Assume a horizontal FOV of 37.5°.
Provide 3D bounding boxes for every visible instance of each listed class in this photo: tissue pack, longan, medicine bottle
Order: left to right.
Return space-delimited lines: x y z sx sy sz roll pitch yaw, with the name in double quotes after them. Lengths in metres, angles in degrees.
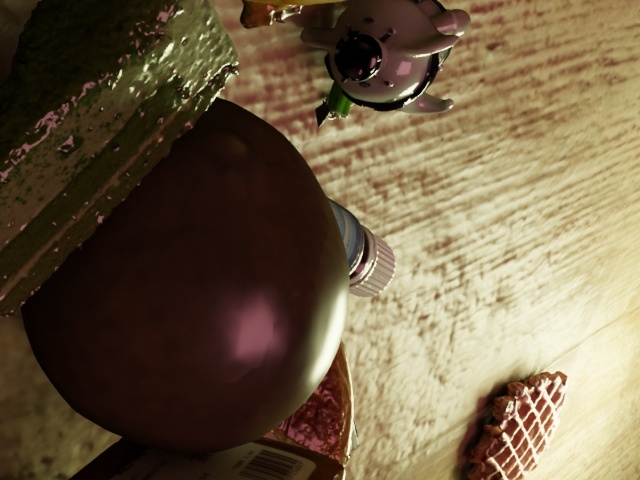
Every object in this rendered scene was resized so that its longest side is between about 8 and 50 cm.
-0.097 0.210 0.667 0.226 0.183 0.092 -37 134 -68 "tissue pack"
-0.096 0.026 0.697 0.258 0.258 0.258 -27 133 -34 "longan"
0.000 0.000 0.920 0.203 0.083 0.084 26 94 -53 "medicine bottle"

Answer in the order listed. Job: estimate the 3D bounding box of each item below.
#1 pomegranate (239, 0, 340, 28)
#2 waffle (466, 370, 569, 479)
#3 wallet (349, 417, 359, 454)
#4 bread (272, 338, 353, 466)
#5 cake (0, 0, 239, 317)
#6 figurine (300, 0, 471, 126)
-0.028 -0.252 0.596 0.248 0.248 0.248 -27 133 -34 "pomegranate"
0.318 0.316 1.512 0.221 0.055 0.234 -7 120 -45 "waffle"
-0.004 0.217 1.113 0.103 0.020 0.197 -39 138 -25 "wallet"
-0.015 0.155 1.014 0.154 0.054 0.136 34 71 -20 "bread"
-0.137 -0.055 0.551 0.100 0.099 0.235 61 48 -63 "cake"
0.066 -0.172 0.848 0.192 0.147 0.126 -31 119 -57 "figurine"
